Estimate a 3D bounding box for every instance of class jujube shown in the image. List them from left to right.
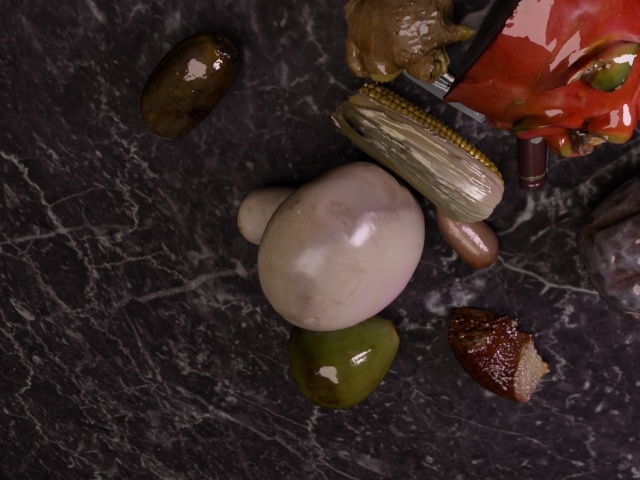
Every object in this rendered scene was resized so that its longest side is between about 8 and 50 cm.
[{"bbox_3d":[0.536,-0.010,0.940,0.317,0.226,0.226,-36,104,32],"label":"jujube"}]

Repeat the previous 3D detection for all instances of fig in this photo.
[{"bbox_3d":[0.045,0.241,1.332,0.230,0.207,0.207,-2,123,26],"label":"fig"}]

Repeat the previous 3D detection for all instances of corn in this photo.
[{"bbox_3d":[0.157,-0.142,1.058,0.305,0.123,0.122,34,131,-2],"label":"corn"}]

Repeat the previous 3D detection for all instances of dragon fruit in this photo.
[{"bbox_3d":[0.321,-0.249,0.814,0.225,0.305,0.305,30,130,0],"label":"dragon fruit"}]

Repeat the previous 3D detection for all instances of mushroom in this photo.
[{"bbox_3d":[0.011,0.026,1.135,0.356,0.315,0.315,-20,114,28],"label":"mushroom"}]

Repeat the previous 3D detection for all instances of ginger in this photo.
[{"bbox_3d":[0.124,-0.309,0.956,0.216,0.102,0.157,12,108,34],"label":"ginger"}]

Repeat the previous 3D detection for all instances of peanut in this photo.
[{"bbox_3d":[0.255,-0.012,1.140,0.152,0.076,0.076,48,128,-9],"label":"peanut"}]

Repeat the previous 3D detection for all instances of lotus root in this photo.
[{"bbox_3d":[-0.232,-0.271,1.134,0.123,0.124,0.241,35,131,-17],"label":"lotus root"}]

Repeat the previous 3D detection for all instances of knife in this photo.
[{"bbox_3d":[0.200,-0.245,1.031,0.162,0.023,0.044,32,126,0],"label":"knife"}]

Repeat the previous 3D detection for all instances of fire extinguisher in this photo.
[{"bbox_3d":[0.333,-0.156,1.024,0.064,0.043,0.158,-14,122,-3],"label":"fire extinguisher"}]

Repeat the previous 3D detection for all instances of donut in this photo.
[{"bbox_3d":[0.337,0.225,1.251,0.144,0.126,0.186,-11,119,37],"label":"donut"}]
